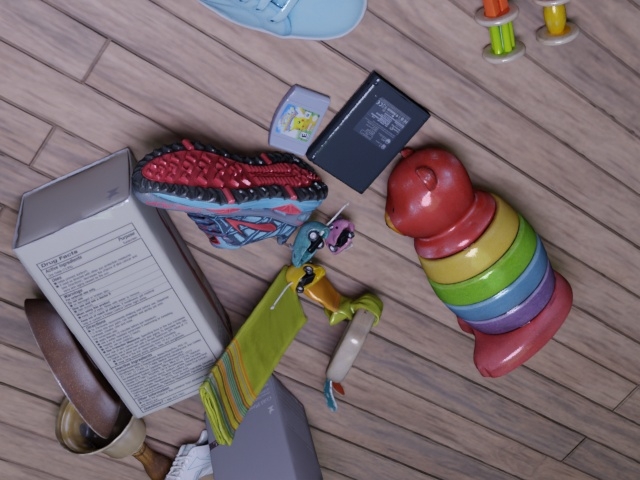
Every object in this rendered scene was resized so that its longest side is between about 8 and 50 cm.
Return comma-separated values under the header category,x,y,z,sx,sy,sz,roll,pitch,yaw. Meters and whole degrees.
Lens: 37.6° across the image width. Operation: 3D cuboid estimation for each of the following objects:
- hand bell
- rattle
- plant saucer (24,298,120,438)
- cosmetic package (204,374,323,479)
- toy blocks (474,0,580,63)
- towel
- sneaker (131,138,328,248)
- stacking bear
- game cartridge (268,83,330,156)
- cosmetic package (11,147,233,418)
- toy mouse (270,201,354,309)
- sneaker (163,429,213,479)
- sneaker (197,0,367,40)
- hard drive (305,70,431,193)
category,x,y,z,sx,sy,sz,roll,pitch,yaw
hand bell,-0.256,0.298,1.335,0.126,0.126,0.242,-26,136,4
rattle,-0.003,0.140,1.300,0.142,0.130,0.200,14,145,-9
plant saucer,-0.298,0.149,1.161,0.036,0.198,0.199,-31,125,-6
cosmetic package,-0.074,0.315,1.291,0.127,0.238,0.107,-33,124,8
toy blocks,0.234,-0.292,1.084,0.123,0.054,0.148,-19,124,-2
towel,-0.080,0.142,1.201,0.021,0.237,0.102,7,130,25
sneaker,-0.111,-0.034,1.105,0.261,0.104,0.125,4,130,-41
stacking bear,0.187,0.006,1.211,0.164,0.175,0.289,-35,116,12
game cartridge,-0.029,-0.145,1.140,0.056,0.017,0.083,18,116,-19
cosmetic package,-0.231,0.058,1.155,0.153,0.129,0.296,-22,125,3
toy mouse,0.000,0.000,1.185,0.161,0.031,0.143,-26,147,-46
sneaker,-0.195,0.328,1.349,0.053,0.152,0.061,5,119,33
sneaker,-0.103,-0.286,0.950,0.365,0.150,0.135,20,116,-24
hard drive,0.058,-0.131,1.166,0.094,0.022,0.135,31,110,-28
